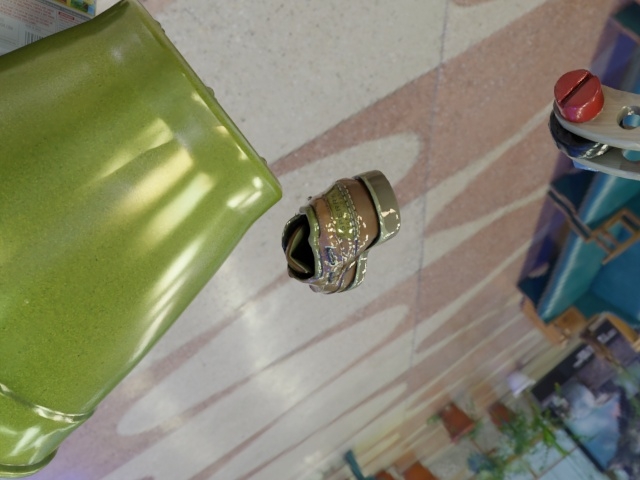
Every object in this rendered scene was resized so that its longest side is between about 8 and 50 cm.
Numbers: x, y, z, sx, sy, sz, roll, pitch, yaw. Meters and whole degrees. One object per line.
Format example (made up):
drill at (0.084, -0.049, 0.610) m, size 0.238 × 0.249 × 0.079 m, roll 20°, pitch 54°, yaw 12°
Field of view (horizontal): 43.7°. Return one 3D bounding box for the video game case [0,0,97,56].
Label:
video game case at (-0.334, -0.284, 0.824) m, size 0.026 × 0.206 × 0.227 m, roll -14°, pitch 162°, yaw 41°

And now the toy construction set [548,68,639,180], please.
toy construction set at (0.331, -0.111, 0.555) m, size 0.258 × 0.237 × 0.308 m, roll -23°, pitch 145°, yaw -12°

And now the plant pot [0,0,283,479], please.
plant pot at (-0.240, -0.033, 0.761) m, size 0.353 × 0.366 × 0.366 m, roll -38°, pitch 156°, yaw 0°

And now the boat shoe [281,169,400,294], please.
boat shoe at (0.000, 0.000, 0.973) m, size 0.105 × 0.110 × 0.307 m, roll -18°, pitch 163°, yaw -16°
